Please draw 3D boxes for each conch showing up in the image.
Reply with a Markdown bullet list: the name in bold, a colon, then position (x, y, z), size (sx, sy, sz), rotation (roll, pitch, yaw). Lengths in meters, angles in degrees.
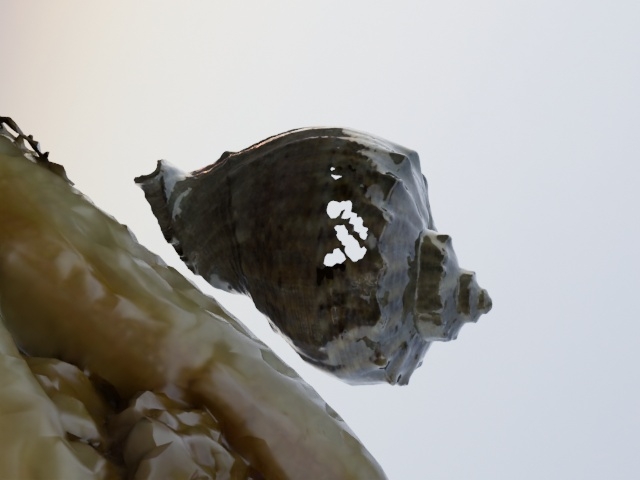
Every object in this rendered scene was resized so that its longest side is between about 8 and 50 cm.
- **conch**: position (0.000, 0.000, 0.942), size (0.155, 0.207, 0.130), rotation (-23, 128, -69)

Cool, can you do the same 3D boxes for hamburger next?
- **hamburger**: position (-0.127, 0.109, 0.506), size (0.174, 0.284, 0.304), rotation (-25, 148, -45)
